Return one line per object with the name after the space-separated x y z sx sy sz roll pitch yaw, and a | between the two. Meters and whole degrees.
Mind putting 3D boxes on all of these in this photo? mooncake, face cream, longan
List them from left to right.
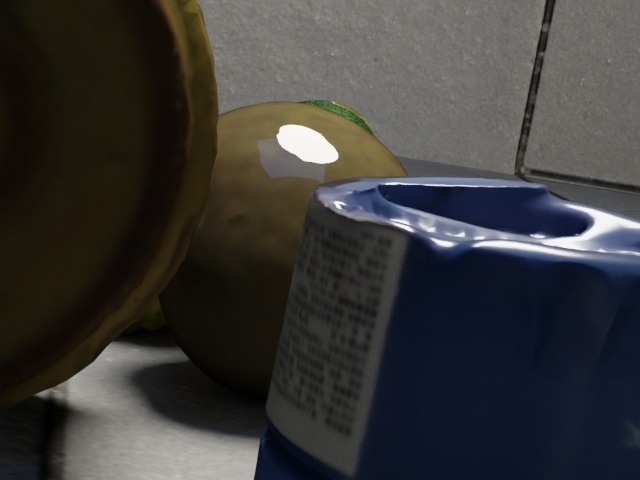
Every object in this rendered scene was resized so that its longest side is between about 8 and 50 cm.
-0.260 -0.085 0.978 0.393 0.394 0.246 23 9 -5 | mooncake
-0.028 0.009 1.175 0.248 0.248 0.248 10 9 -2 | longan
0.095 0.091 0.808 0.249 0.225 0.249 9 10 -2 | face cream

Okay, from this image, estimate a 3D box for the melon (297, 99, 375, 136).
-0.007 -0.098 2.035 0.182 0.182 0.287 10 10 1 | melon

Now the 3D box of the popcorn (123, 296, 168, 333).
-0.200 -0.043 1.332 0.286 0.225 0.174 12 5 3 | popcorn
